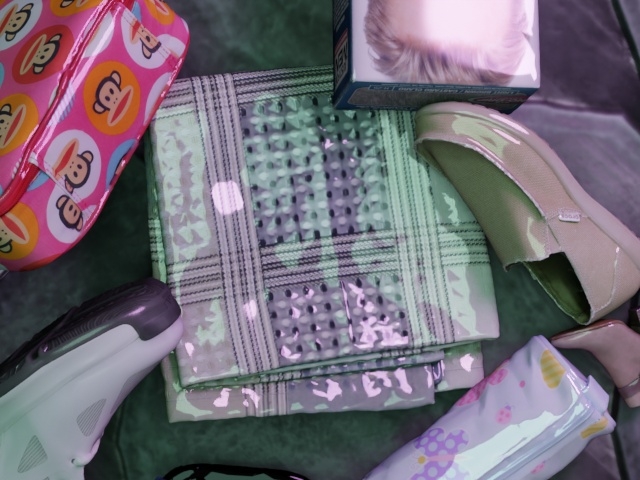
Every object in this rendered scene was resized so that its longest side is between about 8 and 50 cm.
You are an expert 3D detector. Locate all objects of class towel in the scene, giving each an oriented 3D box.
[{"bbox_3d":[0.000,0.000,1.467,0.312,0.056,0.324,-5,87,-13],"label":"towel"}]

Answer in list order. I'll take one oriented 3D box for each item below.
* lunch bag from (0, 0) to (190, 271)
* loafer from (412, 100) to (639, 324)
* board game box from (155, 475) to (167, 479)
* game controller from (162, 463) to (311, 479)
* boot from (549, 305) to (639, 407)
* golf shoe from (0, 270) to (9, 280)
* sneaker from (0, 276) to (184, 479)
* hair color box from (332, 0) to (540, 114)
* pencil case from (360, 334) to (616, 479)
[{"bbox_3d":[-0.277,-0.118,1.433,0.258,0.120,0.293,6,61,40],"label":"lunch bag"},{"bbox_3d":[0.184,-0.022,1.439,0.268,0.102,0.092,38,68,-11],"label":"loafer"},{"bbox_3d":[-0.121,0.353,1.416,0.165,0.042,0.243,28,83,-19],"label":"board game box"},{"bbox_3d":[-0.084,0.367,1.480,0.166,0.067,0.319,5,88,3],"label":"game controller"},{"bbox_3d":[0.277,0.112,1.482,0.118,0.042,0.087,-16,95,-7],"label":"boot"},{"bbox_3d":[-0.316,0.005,1.509,0.077,0.094,0.198,45,63,-9],"label":"golf shoe"},{"bbox_3d":[-0.243,0.241,1.448,0.447,0.169,0.257,-38,96,17],"label":"sneaker"},{"bbox_3d":[0.101,-0.294,1.454,0.174,0.105,0.347,1,81,-9],"label":"hair color box"},{"bbox_3d":[0.133,0.205,1.449,0.273,0.124,0.113,-39,91,-1],"label":"pencil case"}]
